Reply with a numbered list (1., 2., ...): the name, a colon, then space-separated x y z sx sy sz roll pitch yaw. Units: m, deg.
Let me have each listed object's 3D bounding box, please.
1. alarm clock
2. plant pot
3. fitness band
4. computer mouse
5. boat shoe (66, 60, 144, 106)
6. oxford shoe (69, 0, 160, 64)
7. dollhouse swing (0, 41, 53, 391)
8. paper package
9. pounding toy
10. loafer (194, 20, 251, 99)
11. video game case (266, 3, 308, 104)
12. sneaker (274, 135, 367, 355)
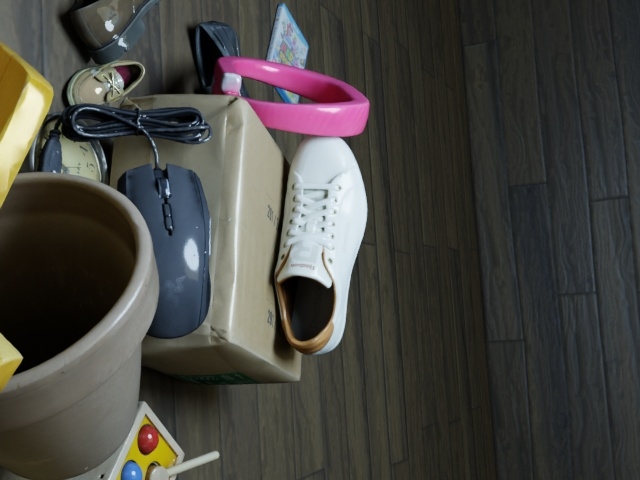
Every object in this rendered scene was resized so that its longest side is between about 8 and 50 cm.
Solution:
1. alarm clock: -0.304 -0.082 0.956 0.192 0.064 0.129 44 45 -60
2. plant pot: -0.268 0.101 0.819 0.229 0.263 0.263 85 16 -46
3. fitness band: -0.045 -0.204 1.214 0.291 0.209 0.054 -116 -145 -67
4. computer mouse: -0.199 -0.032 0.906 0.060 0.184 0.261 139 -48 -66
5. boat shoe: -0.267 -0.198 1.095 0.135 0.045 0.050 -59 137 -54
6. oxford shoe: -0.253 -0.334 1.120 0.096 0.083 0.227 56 34 -39
7. dollhouse swing: -0.313 -0.109 0.550 0.347 0.305 0.315 38 67 -46
8. paper package: -0.136 0.019 1.119 0.325 0.168 0.309 53 37 -70
9. pounding toy: -0.210 0.269 1.038 0.130 0.100 0.141 -72 146 -43
10. loafer: -0.150 -0.225 1.340 0.078 0.076 0.223 -12 91 -61
11. video game case: -0.062 -0.342 1.638 0.119 0.015 0.166 53 38 -49
12. sneaker: 0.000 0.000 1.100 0.123 0.106 0.290 26 65 -79
